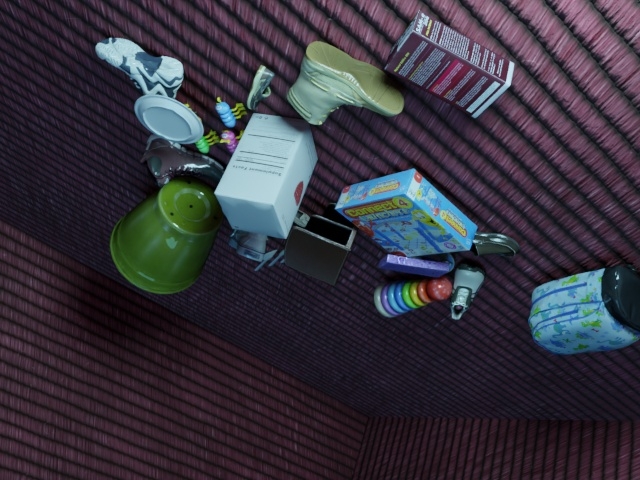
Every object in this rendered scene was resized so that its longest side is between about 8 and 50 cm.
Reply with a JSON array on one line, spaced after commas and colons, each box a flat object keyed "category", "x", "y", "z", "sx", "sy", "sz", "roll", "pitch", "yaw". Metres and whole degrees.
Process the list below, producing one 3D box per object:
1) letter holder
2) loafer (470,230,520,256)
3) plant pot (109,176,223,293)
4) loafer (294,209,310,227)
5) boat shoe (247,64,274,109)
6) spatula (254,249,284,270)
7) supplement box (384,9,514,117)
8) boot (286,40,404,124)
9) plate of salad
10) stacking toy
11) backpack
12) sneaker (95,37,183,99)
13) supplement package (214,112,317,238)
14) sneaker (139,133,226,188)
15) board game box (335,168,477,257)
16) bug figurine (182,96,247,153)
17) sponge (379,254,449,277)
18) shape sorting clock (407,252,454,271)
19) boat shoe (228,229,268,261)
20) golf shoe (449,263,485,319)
[{"category": "letter holder", "x": 0.000, "y": 0.000, "z": 2.036, "sx": 0.215, "sy": 0.152, "sz": 0.301, "roll": 21, "pitch": 152, "yaw": 2}, {"category": "loafer", "x": 0.501, "y": 0.020, "z": 1.823, "sx": 0.220, "sy": 0.078, "sz": 0.080, "roll": 13, "pitch": 151, "yaw": 14}, {"category": "plant pot", "x": -0.526, "y": -0.041, "z": 2.130, "sx": 0.367, "sy": 0.366, "sz": 0.353, "roll": 30, "pitch": 139, "yaw": -18}, {"category": "loafer", "x": -0.076, "y": -0.085, "z": 2.045, "sx": 0.125, "sy": 0.045, "sz": 0.039, "roll": 30, "pitch": 144, "yaw": -12}, {"category": "boat shoe", "x": -0.156, "y": -0.389, "z": 1.539, "sx": 0.049, "sy": 0.056, "sz": 0.152, "roll": 27, "pitch": 152, "yaw": -2}, {"category": "spatula", "x": -0.171, "y": 0.066, "z": 2.305, "sx": 0.168, "sy": 0.019, "sz": 0.242, "roll": -17, "pitch": 170, "yaw": -27}, {"category": "supplement box", "x": 0.276, "y": -0.375, "z": 1.271, "sx": 0.240, "sy": 0.073, "sz": 0.130, "roll": 25, "pitch": 151, "yaw": -11}, {"category": "boot", "x": 0.054, "y": -0.345, "z": 1.440, "sx": 0.262, "sy": 0.095, "sz": 0.203, "roll": 26, "pitch": 151, "yaw": -9}, {"category": "plate of salad", "x": -0.421, "y": -0.344, "z": 1.655, "sx": 0.200, "sy": 0.048, "sz": 0.199, "roll": 12, "pitch": 152, "yaw": 7}, {"category": "stacking toy", "x": 0.350, "y": 0.192, "z": 2.161, "sx": 0.141, "sy": 0.141, "sz": 0.330, "roll": 34, "pitch": 149, "yaw": -24}, {"category": "backpack", "x": 0.823, "y": 0.223, "z": 1.839, "sx": 0.290, "sy": 0.273, "sz": 0.356, "roll": 29, "pitch": 164, "yaw": -30}, {"category": "sneaker", "x": -0.494, "y": -0.447, "z": 1.610, "sx": 0.235, "sy": 0.094, "sz": 0.153, "roll": 13, "pitch": 144, "yaw": -9}, {"category": "supplement package", "x": -0.142, "y": -0.181, "z": 1.647, "sx": 0.176, "sy": 0.292, "sz": 0.177, "roll": 11, "pitch": 152, "yaw": 16}, {"category": "sneaker", "x": -0.455, "y": -0.218, "z": 1.920, "sx": 0.282, "sy": 0.162, "sz": 0.106, "roll": 25, "pitch": 152, "yaw": -10}, {"category": "board game box", "x": 0.254, "y": -0.069, "z": 1.783, "sx": 0.302, "sy": 0.086, "sz": 0.308, "roll": 36, "pitch": 154, "yaw": -28}, {"category": "bug figurine", "x": -0.333, "y": -0.334, "z": 1.734, "sx": 0.279, "sy": 0.072, "sz": 0.216, "roll": 4, "pitch": 149, "yaw": 26}, {"category": "sponge", "x": 0.309, "y": 0.085, "z": 1.964, "sx": 0.210, "sy": 0.031, "sz": 0.117, "roll": 9, "pitch": 166, "yaw": -4}, {"category": "shape sorting clock", "x": 0.357, "y": 0.060, "z": 2.027, "sx": 0.206, "sy": 0.040, "sz": 0.206, "roll": 15, "pitch": 152, "yaw": 8}, {"category": "boat shoe", "x": -0.253, "y": -0.029, "z": 2.170, "sx": 0.136, "sy": 0.156, "sz": 0.367, "roll": 21, "pitch": -179, "yaw": -11}, {"category": "golf shoe", "x": 0.508, "y": 0.179, "z": 2.061, "sx": 0.105, "sy": 0.120, "sz": 0.272, "roll": 14, "pitch": 150, "yaw": 15}]
